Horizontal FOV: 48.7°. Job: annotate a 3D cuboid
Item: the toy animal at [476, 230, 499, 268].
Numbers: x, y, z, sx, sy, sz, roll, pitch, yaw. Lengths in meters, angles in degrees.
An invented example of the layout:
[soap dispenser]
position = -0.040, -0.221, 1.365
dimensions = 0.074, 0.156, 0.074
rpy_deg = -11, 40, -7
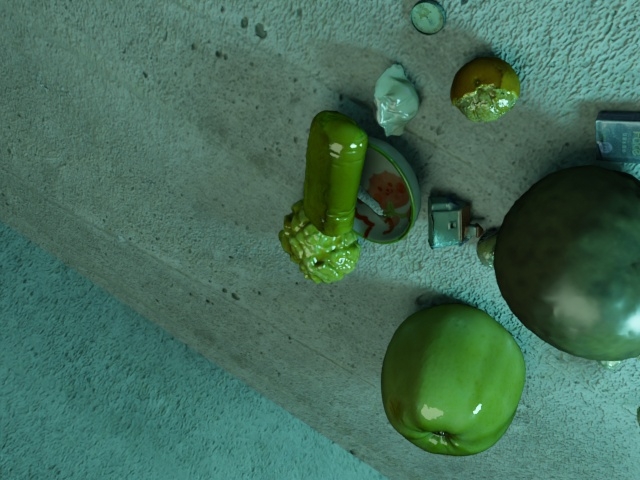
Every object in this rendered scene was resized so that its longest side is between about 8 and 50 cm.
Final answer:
[toy animal]
position = 0.481, 0.009, 1.951
dimensions = 0.098, 0.137, 0.098
rpy_deg = 24, -177, -1

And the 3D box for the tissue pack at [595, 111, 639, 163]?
[tissue pack]
position = 0.693, -0.227, 1.566
dimensions = 0.156, 0.051, 0.112
rpy_deg = 8, 134, 30

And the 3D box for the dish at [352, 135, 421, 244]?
[dish]
position = 0.158, -0.157, 1.945
dimensions = 0.324, 0.124, 0.324
rpy_deg = 30, 139, 29

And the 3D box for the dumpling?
[dumpling]
position = 0.180, -0.335, 1.746
dimensions = 0.108, 0.127, 0.188
rpy_deg = 16, 133, 30

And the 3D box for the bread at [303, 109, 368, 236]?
[bread]
position = 0.024, -0.165, 1.883
dimensions = 0.166, 0.112, 0.383
rpy_deg = 34, 142, 23

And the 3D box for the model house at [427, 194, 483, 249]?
[model house]
position = 0.371, -0.050, 1.949
dimensions = 0.148, 0.119, 0.148
rpy_deg = -1, 111, 4

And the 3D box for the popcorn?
[popcorn]
position = 0.000, 0.000, 2.157
dimensions = 0.258, 0.224, 0.270
rpy_deg = 46, 165, 26

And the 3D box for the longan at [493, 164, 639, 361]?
[longan]
position = 0.602, 0.052, 1.625
dimensions = 0.404, 0.436, 0.404
rpy_deg = 4, 175, 0

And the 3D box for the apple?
[apple]
position = 0.399, 0.434, 2.181
dimensions = 0.473, 0.474, 0.474
rpy_deg = 19, 139, 17

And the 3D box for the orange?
[orange]
position = 0.375, -0.338, 1.602
dimensions = 0.156, 0.134, 0.157
rpy_deg = -3, 85, 36

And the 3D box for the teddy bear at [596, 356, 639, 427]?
[teddy bear]
position = 0.782, 0.286, 1.845
dimensions = 0.362, 0.375, 0.327
rpy_deg = 16, 170, -4

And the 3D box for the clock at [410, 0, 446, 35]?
[clock]
position = 0.244, -0.507, 1.611
dimensions = 0.085, 0.017, 0.085
rpy_deg = 19, 139, 17
